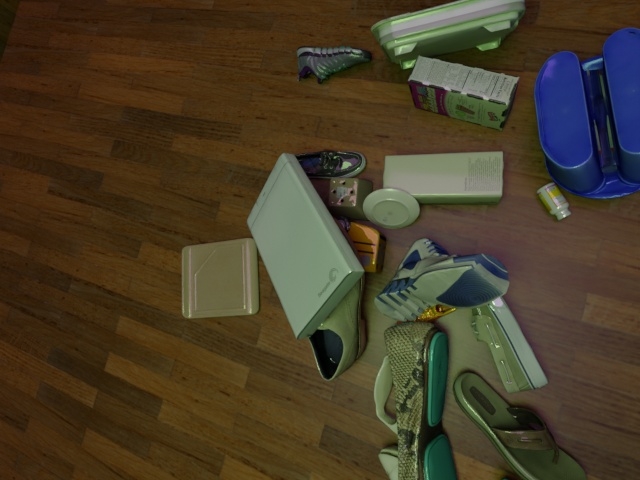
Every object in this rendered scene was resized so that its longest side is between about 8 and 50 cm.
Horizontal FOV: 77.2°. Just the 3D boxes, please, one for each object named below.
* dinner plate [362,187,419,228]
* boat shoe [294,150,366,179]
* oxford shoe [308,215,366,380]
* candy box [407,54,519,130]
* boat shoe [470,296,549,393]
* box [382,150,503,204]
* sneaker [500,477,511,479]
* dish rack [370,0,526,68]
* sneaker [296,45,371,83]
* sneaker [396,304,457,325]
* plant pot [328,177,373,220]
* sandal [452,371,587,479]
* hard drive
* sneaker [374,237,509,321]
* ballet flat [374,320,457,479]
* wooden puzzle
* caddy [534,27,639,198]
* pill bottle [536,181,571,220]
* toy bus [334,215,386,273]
[{"bbox_3d":[0.175,-0.074,1.000,0.141,0.141,0.017,1,50,19],"label":"dinner plate"},{"bbox_3d":[0.008,-0.214,1.104,0.228,0.076,0.080,3,84,20],"label":"boat shoe"},{"bbox_3d":[0.024,0.137,0.938,0.140,0.146,0.397,-6,104,28],"label":"oxford shoe"},{"bbox_3d":[0.340,-0.353,0.965,0.233,0.159,0.071,24,93,20],"label":"candy box"},{"bbox_3d":[0.391,0.198,0.899,0.094,0.109,0.302,-29,77,15],"label":"boat shoe"},{"bbox_3d":[0.297,-0.148,0.986,0.275,0.094,0.113,3,84,20],"label":"box"},{"bbox_3d":[0.511,0.548,0.827,0.275,0.107,0.110,13,67,16],"label":"sneaker"},{"bbox_3d":[0.302,-0.485,0.951,0.333,0.285,0.072,-6,101,18],"label":"dish rack"},{"bbox_3d":[0.037,-0.498,1.149,0.224,0.083,0.098,12,109,22],"label":"sneaker"},{"bbox_3d":[0.257,0.171,0.969,0.175,0.067,0.064,-35,75,13],"label":"sneaker"},{"bbox_3d":[0.073,-0.116,1.058,0.109,0.096,0.109,4,84,19],"label":"plant pot"},{"bbox_3d":[0.417,0.398,0.844,0.303,0.120,0.086,42,133,20],"label":"sandal"},{"bbox_3d":[-0.056,0.006,0.899,0.233,0.047,0.353,-55,49,34],"label":"hard drive"},{"bbox_3d":[0.259,0.061,0.902,0.127,0.315,0.182,39,56,-15],"label":"sneaker"},{"bbox_3d":[0.211,0.428,0.914,0.182,0.164,0.483,-9,81,39],"label":"ballet flat"},{"bbox_3d":[-0.295,0.113,1.185,0.239,0.044,0.221,-6,80,14],"label":"wooden puzzle"},{"bbox_3d":[0.601,-0.261,0.855,0.241,0.179,0.341,-9,72,37],"label":"caddy"},{"bbox_3d":[0.538,-0.089,0.921,0.043,0.043,0.083,-29,75,13],"label":"pill bottle"},{"bbox_3d":[0.000,0.000,1.061,0.333,0.108,0.130,7,87,20],"label":"toy bus"}]
